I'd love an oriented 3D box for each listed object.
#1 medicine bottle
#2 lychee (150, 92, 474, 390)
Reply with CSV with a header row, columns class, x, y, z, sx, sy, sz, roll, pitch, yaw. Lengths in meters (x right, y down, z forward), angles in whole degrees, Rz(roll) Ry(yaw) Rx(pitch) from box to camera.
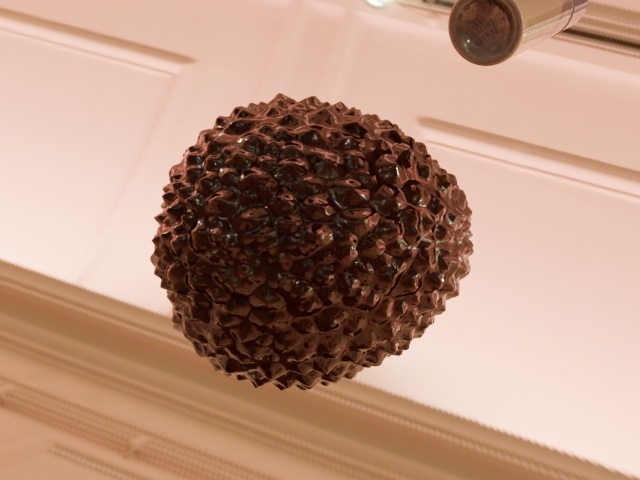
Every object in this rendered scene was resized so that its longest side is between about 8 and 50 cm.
class,x,y,z,sx,sy,sz,roll,pitch,yaw
medicine bottle,0.164,-0.185,0.997,0.059,0.231,0.059,7,-72,23
lychee,0.000,0.000,1.053,0.267,0.267,0.268,1,-87,21
